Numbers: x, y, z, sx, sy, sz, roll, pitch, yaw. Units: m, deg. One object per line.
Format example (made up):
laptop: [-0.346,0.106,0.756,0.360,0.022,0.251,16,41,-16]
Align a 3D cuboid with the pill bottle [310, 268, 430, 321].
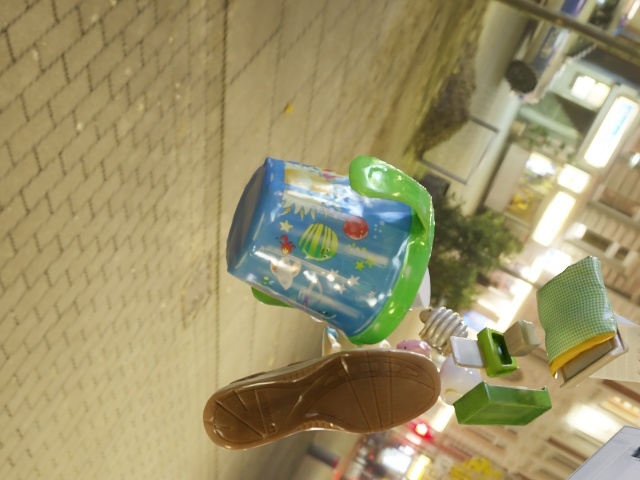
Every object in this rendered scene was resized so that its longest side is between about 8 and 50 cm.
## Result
pill bottle: [0.084,0.081,1.560,0.119,0.209,0.119,-6,90,-71]

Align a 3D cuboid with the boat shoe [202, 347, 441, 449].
boat shoe: [0.000,0.221,1.271,0.123,0.342,0.123,-138,-144,-84]

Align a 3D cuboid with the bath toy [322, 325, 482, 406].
bath toy: [0.174,0.264,1.840,0.151,0.348,0.129,111,-16,-51]

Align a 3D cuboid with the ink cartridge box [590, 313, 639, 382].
ink cartridge box: [0.624,0.219,1.781,0.045,0.179,0.145,-54,140,-54]

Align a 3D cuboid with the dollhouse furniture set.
dollhouse furniture set: [0.359,0.173,1.510,0.301,0.151,0.197,-51,-142,45]

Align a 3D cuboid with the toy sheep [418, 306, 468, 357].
toy sheep: [0.258,0.186,1.783,0.091,0.132,0.091,-44,159,-21]

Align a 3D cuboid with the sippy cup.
sippy cup: [0.000,0.000,1.170,0.305,0.224,0.240,-64,-160,20]

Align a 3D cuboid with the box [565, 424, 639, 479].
box: [0.502,0.435,1.450,0.290,0.087,0.169,-31,-165,-27]
